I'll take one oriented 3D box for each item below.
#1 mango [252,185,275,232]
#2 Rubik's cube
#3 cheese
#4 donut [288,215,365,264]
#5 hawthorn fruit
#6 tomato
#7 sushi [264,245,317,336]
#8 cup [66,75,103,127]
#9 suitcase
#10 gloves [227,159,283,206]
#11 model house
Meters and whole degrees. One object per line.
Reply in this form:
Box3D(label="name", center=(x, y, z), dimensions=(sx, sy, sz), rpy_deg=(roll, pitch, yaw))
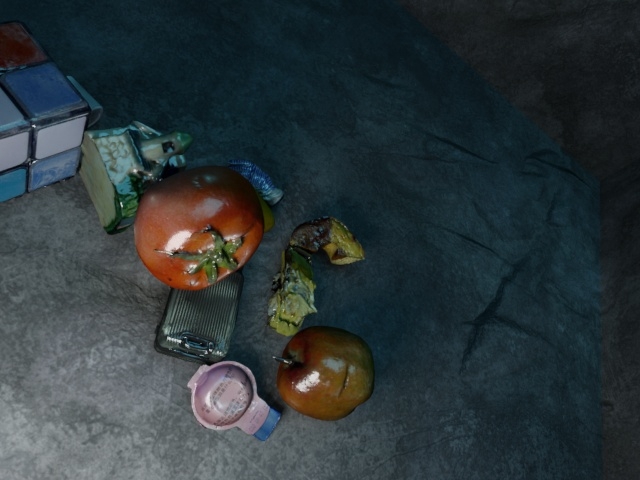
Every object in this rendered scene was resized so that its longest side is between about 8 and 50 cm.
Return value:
Box3D(label="mango", center=(-0.264, -0.118, 1.651), dimensions=(0.262, 0.130, 0.167), rpy_deg=(45, 43, -12))
Box3D(label="Rubik's cube", center=(-0.819, -0.311, 1.262), dimensions=(0.313, 0.318, 0.316), rpy_deg=(51, 47, 4))
Box3D(label="cheese", center=(-0.230, 0.439, 1.359), dimensions=(0.286, 0.074, 0.189), rpy_deg=(41, 71, -22))
Box3D(label="donut", center=(0.000, 0.000, 1.771), dimensions=(0.295, 0.112, 0.151), rpy_deg=(13, 54, -29))
Box3D(label="hawthorn fruit", center=(-0.006, 0.377, 1.439), dimensions=(0.301, 0.268, 0.267), rpy_deg=(14, 56, -21))
Box3D(label="tomato", center=(-0.319, -0.039, 1.268), dimensions=(0.341, 0.341, 0.273), rpy_deg=(-18, 57, -40))
Box3D(label="sushi", center=(-0.088, 0.166, 1.604), dimensions=(0.139, 0.131, 0.291), rpy_deg=(30, 50, -30))
Box3D(label="cup", center=(-0.755, -0.404, 1.524), dimensions=(0.133, 0.136, 0.099), rpy_deg=(45, 14, -5))
Box3D(label="suitcase", center=(-0.334, 0.188, 1.414), dimensions=(0.202, 0.128, 0.312), rpy_deg=(21, 51, -20))
Box3D(label="gloves", center=(-0.229, -0.209, 1.761), dimensions=(0.229, 0.097, 0.119), rpy_deg=(32, 20, -9))
Box3D(label="model house", center=(-0.485, -0.187, 1.386), dimensions=(0.284, 0.298, 0.243), rpy_deg=(-28, 93, -33))
